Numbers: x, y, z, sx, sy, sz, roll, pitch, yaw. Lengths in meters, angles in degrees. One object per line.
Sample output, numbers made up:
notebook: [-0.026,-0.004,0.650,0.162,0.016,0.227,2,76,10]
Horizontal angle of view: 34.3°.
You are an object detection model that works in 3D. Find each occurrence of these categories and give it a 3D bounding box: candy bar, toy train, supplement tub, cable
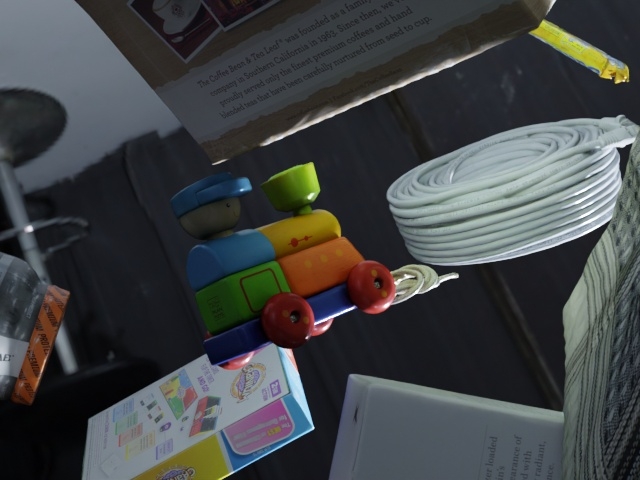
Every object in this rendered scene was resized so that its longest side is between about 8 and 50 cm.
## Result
candy bar: [0.198,-0.175,0.883,0.040,0.161,0.018,6,118,-43]
toy train: [0.000,0.000,0.845,0.248,0.143,0.105,-19,176,-39]
supplement tub: [-0.483,0.086,1.273,0.316,0.193,0.193,19,146,-10]
cable: [0.204,-0.056,1.151,0.257,0.089,0.257,-25,-164,-17]

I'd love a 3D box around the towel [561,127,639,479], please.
towel: [0.188,-0.014,0.559,0.324,0.056,0.312,-61,163,-56]

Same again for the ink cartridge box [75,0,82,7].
ink cartridge box: [-0.217,-0.265,1.052,0.061,0.181,0.104,-46,-171,-11]

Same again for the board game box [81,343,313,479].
board game box: [-0.176,0.253,1.432,0.317,0.064,0.242,-29,-158,2]

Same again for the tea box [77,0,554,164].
tea box: [0.026,-0.272,0.798,0.329,0.220,0.323,-17,-150,44]

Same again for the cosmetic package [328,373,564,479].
cosmetic package: [0.099,0.183,0.713,0.184,0.151,0.151,11,175,-1]
